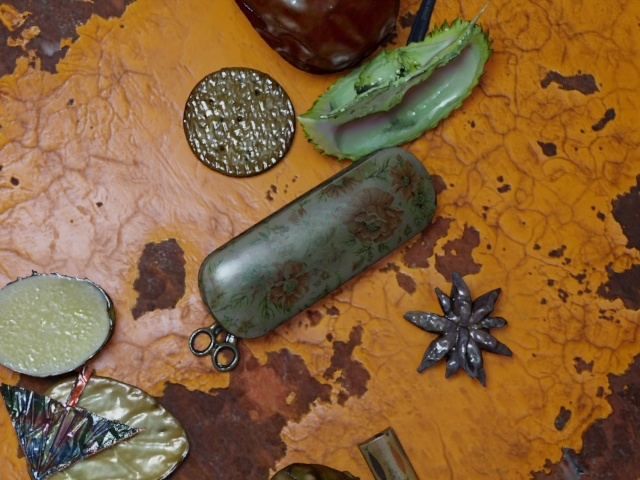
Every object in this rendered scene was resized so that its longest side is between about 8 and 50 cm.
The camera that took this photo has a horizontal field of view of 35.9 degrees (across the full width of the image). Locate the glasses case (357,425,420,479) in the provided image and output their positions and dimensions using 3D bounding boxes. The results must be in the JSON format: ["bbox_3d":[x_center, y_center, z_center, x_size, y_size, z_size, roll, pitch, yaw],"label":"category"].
[{"bbox_3d":[0.129,0.393,1.601,0.064,0.041,0.170,-27,89,-11],"label":"glasses case"}]

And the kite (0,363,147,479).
[{"bbox_3d":[-0.388,0.280,1.505,0.232,0.009,0.189,22,80,-3],"label":"kite"}]

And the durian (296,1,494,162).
[{"bbox_3d":[0.131,-0.239,1.609,0.355,0.169,0.157,-32,94,-6],"label":"durian"}]

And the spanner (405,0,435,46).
[{"bbox_3d":[0.192,-0.417,1.722,0.046,0.012,0.208,20,81,-8],"label":"spanner"}]

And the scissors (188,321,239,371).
[{"bbox_3d":[-0.125,0.105,1.604,0.088,0.017,0.220,34,79,-3],"label":"scissors"}]

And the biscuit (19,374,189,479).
[{"bbox_3d":[-0.334,0.313,1.534,0.260,0.041,0.203,5,79,-10],"label":"biscuit"}]

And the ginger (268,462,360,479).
[{"bbox_3d":[0.050,0.450,1.527,0.321,0.172,0.165,20,44,-7],"label":"ginger"}]

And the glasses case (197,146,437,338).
[{"bbox_3d":[0.000,0.000,1.585,0.425,0.098,0.156,-33,103,-15],"label":"glasses case"}]

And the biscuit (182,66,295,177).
[{"bbox_3d":[-0.133,-0.197,1.633,0.188,0.027,0.188,1,83,-8],"label":"biscuit"}]

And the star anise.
[{"bbox_3d":[0.232,0.142,1.636,0.195,0.065,0.182,10,80,-4],"label":"star anise"}]

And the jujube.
[{"bbox_3d":[-0.034,-0.450,1.565,0.276,0.276,0.377,-43,90,-12],"label":"jujube"}]

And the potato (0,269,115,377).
[{"bbox_3d":[-0.416,0.125,1.522,0.200,0.081,0.164,-8,88,-7],"label":"potato"}]
